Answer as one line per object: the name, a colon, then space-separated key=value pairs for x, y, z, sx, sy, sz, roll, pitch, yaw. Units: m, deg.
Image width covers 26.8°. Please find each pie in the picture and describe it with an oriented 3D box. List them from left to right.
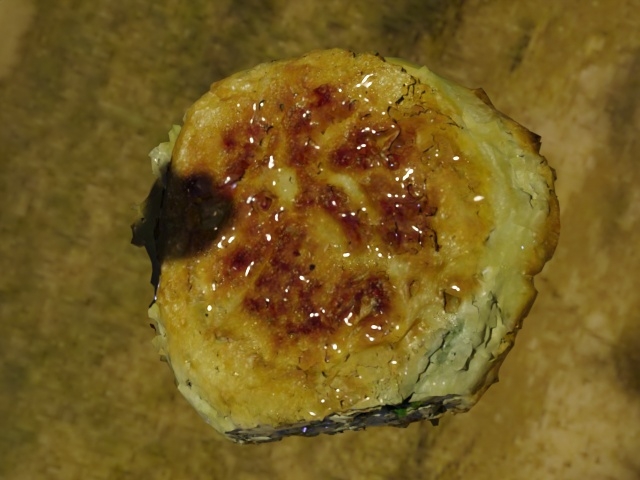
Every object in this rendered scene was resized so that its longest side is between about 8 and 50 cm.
pie: x=0.000 y=0.000 z=0.992 sx=0.355 sy=0.103 sz=0.288 roll=-9 pitch=72 yaw=25
